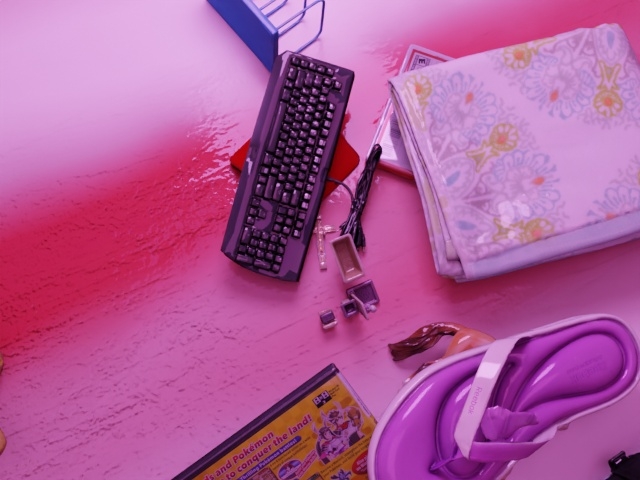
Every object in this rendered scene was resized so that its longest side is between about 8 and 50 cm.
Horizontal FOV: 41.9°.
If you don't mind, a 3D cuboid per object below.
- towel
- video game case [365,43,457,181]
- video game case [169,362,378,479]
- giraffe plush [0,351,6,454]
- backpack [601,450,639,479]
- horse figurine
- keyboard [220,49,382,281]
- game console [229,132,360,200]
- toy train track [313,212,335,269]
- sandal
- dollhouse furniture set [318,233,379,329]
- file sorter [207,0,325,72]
[{"bbox_3d":[0.306,-0.128,1.180,0.374,0.090,0.321,-14,76,-5],"label":"towel"},{"bbox_3d":[0.233,-0.158,1.247,0.285,0.025,0.204,20,75,5],"label":"video game case"},{"bbox_3d":[-0.021,0.333,1.052,0.275,0.035,0.248,-36,96,0],"label":"video game case"},{"bbox_3d":[-0.488,0.178,1.092,0.181,0.210,0.170,-3,41,10],"label":"giraffe plush"},{"bbox_3d":[0.489,0.343,0.998,0.225,0.253,0.191,-29,97,-9],"label":"backpack"},{"bbox_3d":[0.218,0.197,1.130,0.263,0.066,0.174,41,84,7],"label":"horse figurine"},{"bbox_3d":[-0.007,-0.095,1.184,0.201,0.033,0.317,16,84,-12],"label":"keyboard"},{"bbox_3d":[-0.039,-0.119,1.239,0.144,0.085,0.124,-46,49,-12],"label":"game console"},{"bbox_3d":[0.000,0.000,1.207,0.048,0.014,0.083,-6,76,-2],"label":"toy train track"},{"bbox_3d":[0.239,0.197,1.039,0.416,0.102,0.169,-28,84,-18],"label":"sandal"},{"bbox_3d":[0.031,0.059,1.135,0.091,0.081,0.114,-23,103,-6],"label":"dollhouse furniture set"},{"bbox_3d":[-0.085,-0.363,1.253,0.104,0.118,0.170,-38,78,-14],"label":"file sorter"}]
